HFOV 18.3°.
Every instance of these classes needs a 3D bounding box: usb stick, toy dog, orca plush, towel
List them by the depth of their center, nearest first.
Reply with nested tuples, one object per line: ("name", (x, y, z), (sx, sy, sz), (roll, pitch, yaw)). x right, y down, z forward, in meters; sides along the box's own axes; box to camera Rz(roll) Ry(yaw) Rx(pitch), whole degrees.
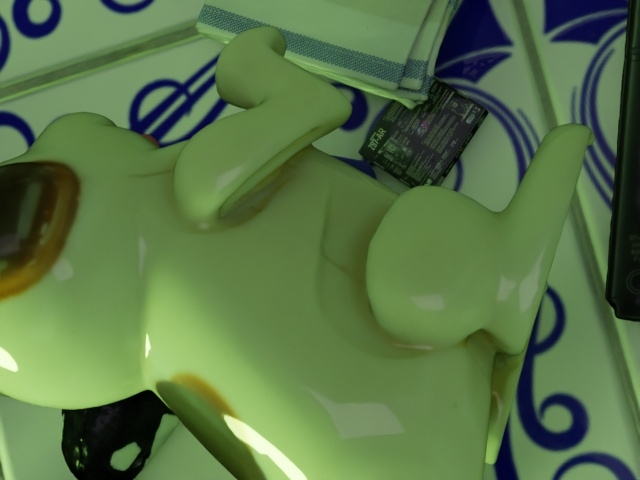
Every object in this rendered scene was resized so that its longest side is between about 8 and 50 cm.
("toy dog", (-0.063, 0.054, 1.368), (0.408, 0.284, 0.395), (17, 71, 8))
("usb stick", (0.259, -0.077, 1.480), (0.077, 0.045, 0.278), (5, 84, 7))
("orca plush", (-0.130, 0.057, 1.526), (0.151, 0.102, 0.287), (37, 92, 15))
("towel", (0.037, -0.261, 1.557), (0.209, 0.034, 0.285), (19, 85, 22))

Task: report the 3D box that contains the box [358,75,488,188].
("box", (0.079, -0.083, 1.537), (0.067, 0.018, 0.083), (33, 91, 15))

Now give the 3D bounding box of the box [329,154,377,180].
("box", (0.000, 0.000, 1.542), (0.081, 0.028, 0.136), (10, 87, 15))
